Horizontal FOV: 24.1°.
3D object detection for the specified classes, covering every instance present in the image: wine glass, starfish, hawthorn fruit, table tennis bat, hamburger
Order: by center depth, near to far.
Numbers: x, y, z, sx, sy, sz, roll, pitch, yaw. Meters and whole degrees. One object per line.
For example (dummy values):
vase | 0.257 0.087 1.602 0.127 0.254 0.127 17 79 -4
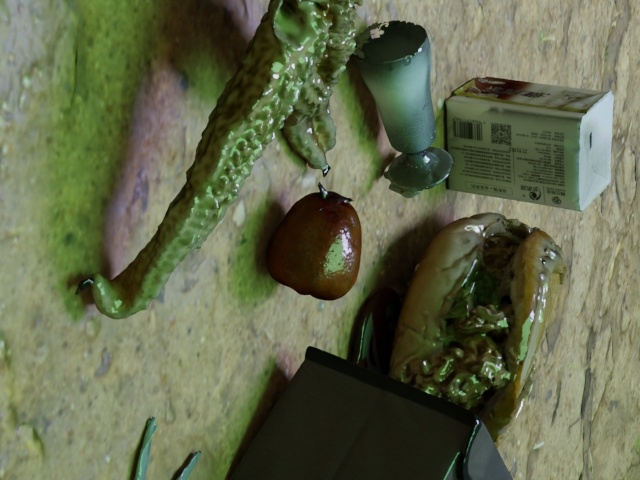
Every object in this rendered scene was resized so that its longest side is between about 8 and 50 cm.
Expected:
starfish | -0.002 -0.143 1.123 0.432 0.082 0.324 -57 174 17
hawthorn fruit | 0.000 0.000 1.255 0.081 0.081 0.093 8 105 -61
wine glass | 0.076 -0.118 1.363 0.072 0.072 0.155 -55 143 -36
table tennis bat | 0.044 0.109 1.443 0.154 0.019 0.098 -51 142 -45
hamburger | 0.154 0.100 1.499 0.286 0.146 0.243 -59 156 -49

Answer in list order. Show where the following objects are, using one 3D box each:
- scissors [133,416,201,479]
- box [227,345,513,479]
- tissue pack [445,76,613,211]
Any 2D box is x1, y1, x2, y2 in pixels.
scissors | -0.154 0.262 1.146 0.144 0.017 0.247 50 56 -55
box | 0.062 0.241 1.335 0.153 0.188 0.252 -58 149 -19
tissue pack | 0.213 -0.101 1.527 0.099 0.149 0.106 -38 132 -49
